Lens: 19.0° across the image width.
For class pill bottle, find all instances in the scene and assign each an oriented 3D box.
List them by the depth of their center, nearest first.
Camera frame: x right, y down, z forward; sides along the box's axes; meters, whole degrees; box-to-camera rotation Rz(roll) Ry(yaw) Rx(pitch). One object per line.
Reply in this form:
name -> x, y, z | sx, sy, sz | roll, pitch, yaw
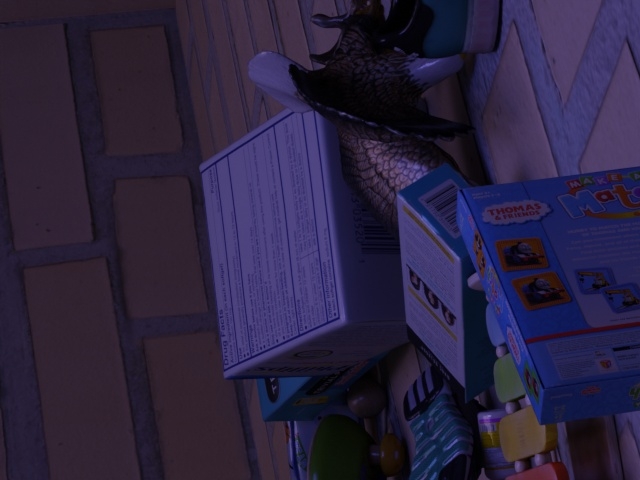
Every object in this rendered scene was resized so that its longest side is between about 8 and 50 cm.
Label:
pill bottle -> 0.179, 0.206, 1.865 | 0.043, 0.043, 0.083 | 162, 101, -80

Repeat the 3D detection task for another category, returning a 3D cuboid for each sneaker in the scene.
sneaker -> 0.098, -0.313, 1.767 | 0.108, 0.121, 0.302 | -124, 29, -68
sneaker -> 0.145, 0.217, 1.906 | 0.083, 0.098, 0.224 | -45, 25, 27

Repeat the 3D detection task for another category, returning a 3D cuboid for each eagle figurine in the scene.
eagle figurine -> 0.066, -0.126, 1.902 | 0.225, 0.226, 0.298 | 123, 149, -42

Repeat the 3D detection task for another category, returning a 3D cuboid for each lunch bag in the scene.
lunch bag -> 0.007, 0.272, 2.672 | 0.243, 0.115, 0.303 | -109, 15, -79

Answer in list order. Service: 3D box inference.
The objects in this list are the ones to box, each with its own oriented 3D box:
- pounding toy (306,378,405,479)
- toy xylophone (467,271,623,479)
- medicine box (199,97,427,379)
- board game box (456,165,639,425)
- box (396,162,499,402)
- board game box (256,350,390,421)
pounding toy -> 0.073, 0.296, 2.436 | 0.237, 0.110, 0.183 | -57, -42, -58
toy xylophone -> 0.193, 0.177, 1.663 | 0.236, 0.081, 0.323 | 111, 151, -70
medicine box -> 0.000, 0.000, 2.163 | 0.289, 0.149, 0.263 | -28, 65, 56
board game box -> 0.198, 0.031, 1.321 | 0.211, 0.160, 0.039 | -107, 13, -47
box -> 0.129, 0.044, 1.810 | 0.100, 0.060, 0.244 | 49, 161, 31
board game box -> 0.001, 0.053, 2.413 | 0.336, 0.079, 0.254 | 133, 132, -55
